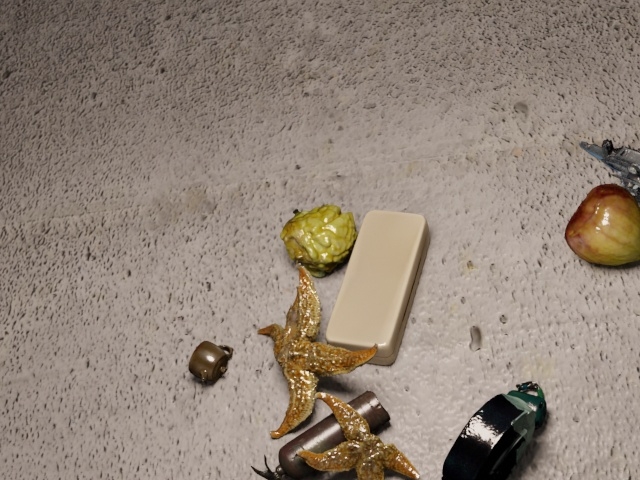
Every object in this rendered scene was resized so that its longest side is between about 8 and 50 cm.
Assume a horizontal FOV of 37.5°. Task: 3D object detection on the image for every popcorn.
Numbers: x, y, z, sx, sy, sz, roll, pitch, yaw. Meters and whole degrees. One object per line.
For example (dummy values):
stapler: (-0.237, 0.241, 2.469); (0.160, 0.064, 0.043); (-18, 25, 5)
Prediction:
popcorn: (-0.005, -0.010, 2.032); (0.173, 0.142, 0.174); (-32, 29, 20)

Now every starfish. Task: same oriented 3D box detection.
starfish: (0.057, 0.393, 1.710); (0.247, 0.050, 0.138); (39, 77, 12)
starfish: (-0.033, 0.185, 1.852); (0.301, 0.084, 0.294); (-50, 40, 30)

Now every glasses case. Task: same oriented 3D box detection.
glasses case: (0.123, 0.091, 1.951); (0.143, 0.076, 0.337); (7, 55, 22)

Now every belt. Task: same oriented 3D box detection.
belt: (0.299, 0.362, 1.643); (0.078, 0.151, 0.198); (30, 82, 36)

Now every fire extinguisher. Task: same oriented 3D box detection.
fire extinguisher: (-0.001, 0.372, 1.760); (0.267, 0.089, 0.072); (-32, 38, -10)

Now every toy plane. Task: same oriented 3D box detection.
toy plane: (0.651, -0.173, 2.004); (0.169, 0.078, 0.246); (-43, 54, -17)

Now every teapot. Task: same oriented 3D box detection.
teapot: (-0.218, 0.249, 1.933); (0.068, 0.076, 0.121); (25, 33, 19)

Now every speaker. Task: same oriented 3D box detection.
speaker: (0.379, 0.303, 1.736); (0.075, 0.060, 0.094); (14, 23, 25)

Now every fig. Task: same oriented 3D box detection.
fig: (0.591, -0.002, 1.854); (0.160, 0.143, 0.231); (-51, 58, 15)
